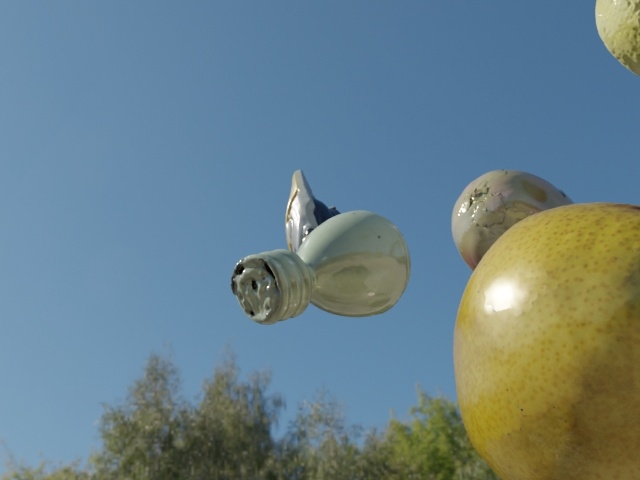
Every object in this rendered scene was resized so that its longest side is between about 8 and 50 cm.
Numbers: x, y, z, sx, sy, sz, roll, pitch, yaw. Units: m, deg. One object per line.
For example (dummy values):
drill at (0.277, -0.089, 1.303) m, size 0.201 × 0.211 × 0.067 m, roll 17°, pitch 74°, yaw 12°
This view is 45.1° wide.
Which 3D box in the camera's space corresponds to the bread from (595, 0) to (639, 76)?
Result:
bread at (0.661, -0.432, 1.372) m, size 0.321 × 0.320 × 0.237 m, roll 10°, pitch -28°, yaw -21°

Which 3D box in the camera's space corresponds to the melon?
melon at (0.381, -0.008, 1.460) m, size 0.223 × 0.223 × 0.317 m, roll -31°, pitch -45°, yaw 30°

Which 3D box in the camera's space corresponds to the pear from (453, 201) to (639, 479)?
pear at (0.188, 0.073, 0.485) m, size 0.209 × 0.208 × 0.208 m, roll -4°, pitch -36°, yaw -3°

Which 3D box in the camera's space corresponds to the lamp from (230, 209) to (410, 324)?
lamp at (0.007, 0.031, 0.722) m, size 0.193 × 0.106 × 0.106 m, roll -14°, pitch -21°, yaw -49°

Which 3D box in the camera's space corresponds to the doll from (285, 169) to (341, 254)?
doll at (0.001, 0.004, 1.268) m, size 0.146 × 0.316 × 0.103 m, roll 34°, pitch -73°, yaw -23°
